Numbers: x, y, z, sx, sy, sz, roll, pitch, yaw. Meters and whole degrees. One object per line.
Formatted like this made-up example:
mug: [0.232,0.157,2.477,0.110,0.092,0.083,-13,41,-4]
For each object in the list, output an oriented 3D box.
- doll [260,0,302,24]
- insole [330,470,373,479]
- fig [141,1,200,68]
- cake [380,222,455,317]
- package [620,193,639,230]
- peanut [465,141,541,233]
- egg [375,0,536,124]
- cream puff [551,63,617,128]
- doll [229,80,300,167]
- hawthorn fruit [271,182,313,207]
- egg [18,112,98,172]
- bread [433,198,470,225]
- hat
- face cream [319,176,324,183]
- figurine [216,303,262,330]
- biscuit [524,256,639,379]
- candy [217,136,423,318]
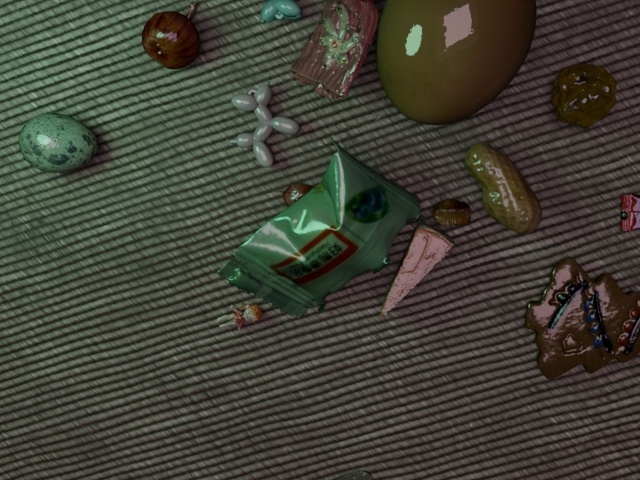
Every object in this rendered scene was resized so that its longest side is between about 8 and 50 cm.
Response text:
doll: [-0.088,-0.547,1.830,0.159,0.059,0.158,-40,92,7]
insole: [0.009,0.604,1.995,0.248,0.011,0.081,-23,96,8]
fig: [-0.326,-0.449,1.840,0.128,0.128,0.150,-13,68,7]
cake: [0.189,0.059,1.858,0.090,0.109,0.225,41,98,-2]
package: [0.753,-0.062,1.836,0.200,0.022,0.083,-1,97,6]
peanut: [0.391,-0.110,1.825,0.108,0.095,0.226,-32,93,5]
egg: [0.267,-0.412,1.695,0.301,0.301,0.374,22,108,2]
cream puff: [0.553,-0.306,1.777,0.146,0.116,0.146,1,98,9]
doll: [-0.131,-0.263,1.871,0.160,0.059,0.161,37,100,-2]
hawthorn fruit: [-0.063,-0.103,1.887,0.103,0.067,0.067,23,99,15]
egg: [-0.580,-0.215,1.881,0.172,0.132,0.132,6,98,-4]
bread: [0.286,-0.065,1.847,0.085,0.085,0.053,-2,104,5]
hat: [0.044,-0.441,1.761,0.107,0.237,0.286,21,100,-39]
face cream: [0.050,-0.104,1.894,0.115,0.020,0.038,34,101,-2]
figurine: [-0.184,0.173,1.940,0.109,0.047,0.064,-17,103,16]
biscuit: [0.605,0.177,1.870,0.301,0.043,0.278,3,98,5]
candy: [-0.002,-0.003,1.834,0.263,0.172,0.398,39,109,-25]
